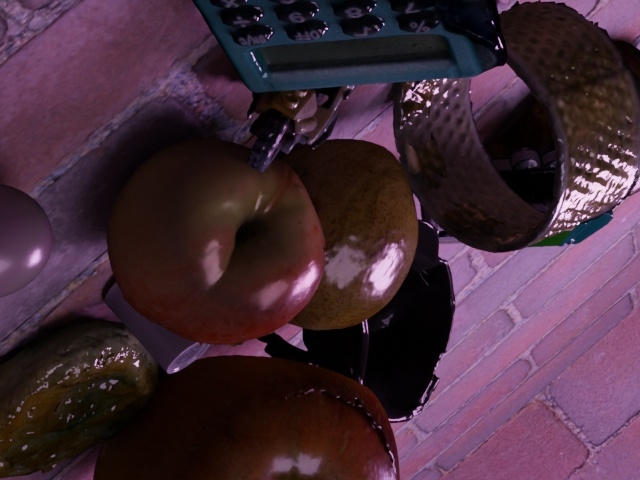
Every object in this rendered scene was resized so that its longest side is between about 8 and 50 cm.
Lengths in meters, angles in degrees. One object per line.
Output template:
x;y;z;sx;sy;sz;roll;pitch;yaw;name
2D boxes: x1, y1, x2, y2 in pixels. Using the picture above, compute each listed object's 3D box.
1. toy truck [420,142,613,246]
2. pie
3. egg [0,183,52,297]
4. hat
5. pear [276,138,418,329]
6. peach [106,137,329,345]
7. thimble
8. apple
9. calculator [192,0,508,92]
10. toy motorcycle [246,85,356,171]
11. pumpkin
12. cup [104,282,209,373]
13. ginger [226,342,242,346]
0.257;-0.052;2.041;0.253;0.114;0.124;-3;149;-4;toy truck
-0.302;0.194;1.749;0.277;0.078;0.277;-34;156;-17;pie
-0.297;0.001;1.342;0.135;0.103;0.103;-12;145;-46;egg
0.043;0.076;2.041;0.238;0.209;0.336;-51;147;-24;hat
0.000;0.000;1.716;0.211;0.188;0.228;-30;142;-34;pear
-0.112;0.001;1.544;0.232;0.232;0.232;-34;158;-16;peach
0.222;-0.125;1.753;0.150;0.271;0.271;-22;152;-37;thimble
-0.094;0.314;1.943;0.384;0.374;0.374;-24;154;-21;apple
0.015;-0.209;1.285;0.248;0.058;0.274;-3;154;17;calculator
-0.011;-0.158;1.501;0.130;0.094;0.229;-57;179;34;toy motorcycle
0.384;-0.146;2.114;0.312;0.169;0.148;-38;162;-7;pumpkin
-0.174;0.085;1.710;0.074;0.116;0.104;-42;166;8;cup
-0.047;0.029;1.868;0.294;0.086;0.131;-37;149;-34;ginger
